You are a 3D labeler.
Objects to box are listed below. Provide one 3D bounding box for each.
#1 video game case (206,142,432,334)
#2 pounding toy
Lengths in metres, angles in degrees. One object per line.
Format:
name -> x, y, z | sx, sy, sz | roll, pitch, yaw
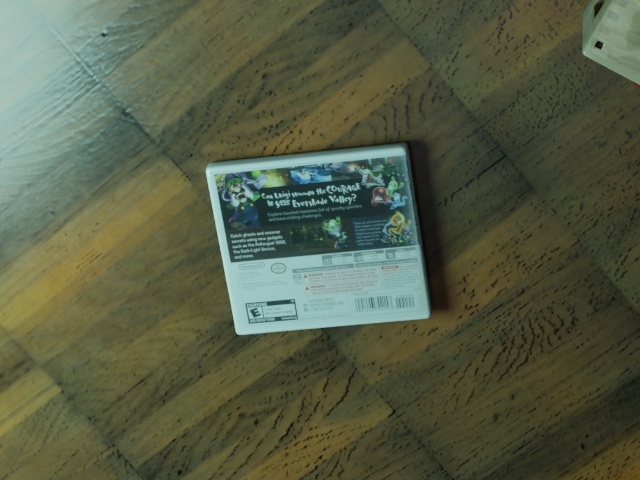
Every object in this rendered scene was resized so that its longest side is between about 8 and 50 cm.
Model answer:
video game case -> 0.000, 0.000, 1.855 | 0.190, 0.022, 0.173 | -5, 112, 11
pounding toy -> 0.256, -0.185, 1.657 | 0.206, 0.181, 0.094 | 27, 113, -4
